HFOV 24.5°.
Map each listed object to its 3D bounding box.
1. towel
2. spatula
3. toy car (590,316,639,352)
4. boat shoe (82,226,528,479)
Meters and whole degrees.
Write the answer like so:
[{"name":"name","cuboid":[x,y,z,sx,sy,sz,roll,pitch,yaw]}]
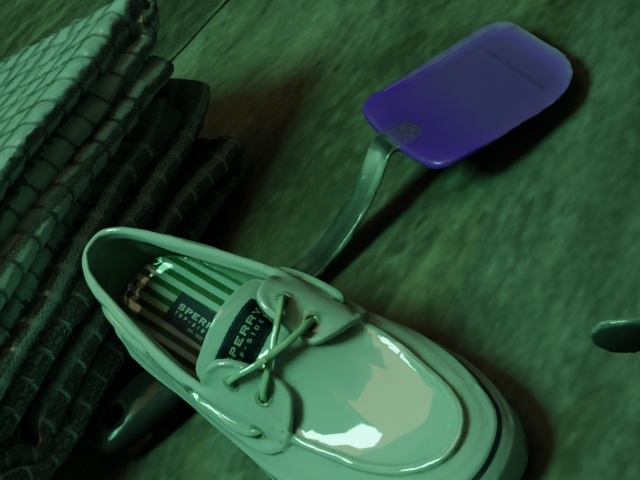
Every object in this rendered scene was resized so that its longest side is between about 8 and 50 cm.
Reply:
[{"name":"towel","cuboid":[-0.187,0.022,0.784,0.235,0.121,0.284,-16,36,44]},{"name":"spatula","cuboid":[0.000,0.000,0.709,0.296,0.030,0.084,-45,40,-2]},{"name":"toy car","cuboid":[0.167,0.051,0.407,0.188,0.155,0.149,-6,46,52]},{"name":"boat shoe","cuboid":[-0.022,0.053,0.611,0.226,0.076,0.083,17,71,40]}]
